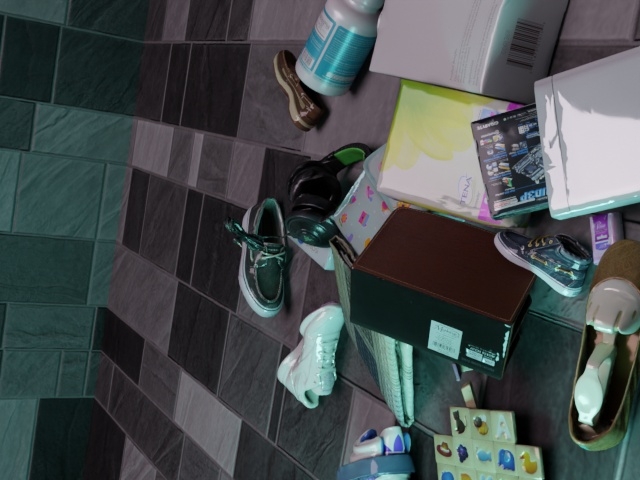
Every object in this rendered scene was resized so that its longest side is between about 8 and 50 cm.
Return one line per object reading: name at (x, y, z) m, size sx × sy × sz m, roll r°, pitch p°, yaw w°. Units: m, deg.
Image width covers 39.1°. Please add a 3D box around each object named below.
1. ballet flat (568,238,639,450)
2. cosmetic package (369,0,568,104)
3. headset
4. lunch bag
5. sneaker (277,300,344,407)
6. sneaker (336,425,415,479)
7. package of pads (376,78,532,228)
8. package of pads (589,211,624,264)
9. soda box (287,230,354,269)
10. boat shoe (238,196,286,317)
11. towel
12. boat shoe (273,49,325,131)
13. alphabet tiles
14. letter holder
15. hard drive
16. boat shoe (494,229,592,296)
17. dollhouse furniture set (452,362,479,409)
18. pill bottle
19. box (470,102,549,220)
ballet flat at (0.446, 0.169, 1.403) m, size 0.116 × 0.124 × 0.342 m, roll 17°, pitch 100°, yaw 33°
cosmetic package at (0.272, -0.400, 1.759) m, size 0.385 × 0.156 × 0.217 m, roll 33°, pitch 113°, yaw 57°
headset at (-0.035, -0.094, 2.107) m, size 0.394 × 0.185 × 0.243 m, roll -36°, pitch 32°, yaw 26°
lunch bag at (0.172, -0.069, 1.868) m, size 0.262 × 0.160 × 0.223 m, roll -58°, pitch 42°, yaw 27°
sneaker at (0.007, 0.274, 2.157) m, size 0.152 × 0.114 × 0.305 m, roll 51°, pitch 133°, yaw 32°
sneaker at (0.151, 0.505, 1.834) m, size 0.323 × 0.130 × 0.236 m, roll -167°, pitch 80°, yaw -65°
package of pads at (0.265, -0.155, 1.667) m, size 0.296 × 0.101 × 0.229 m, roll 19°, pitch 100°, yaw 27°
package of pads at (0.473, -0.003, 1.484) m, size 0.050 × 0.032 × 0.083 m, roll -16°, pitch 72°, yaw 53°
soda box at (0.000, 0.000, 2.213) m, size 0.216 × 0.074 × 0.069 m, roll 39°, pitch 119°, yaw 54°
boat shoe at (-0.150, 0.036, 2.406) m, size 0.119 × 0.121 × 0.335 m, roll -47°, pitch 46°, yaw 51°
towel at (0.115, 0.186, 1.900) m, size 0.312 × 0.056 × 0.324 m, roll -121°, pitch 14°, yaw -45°
boat shoe at (-0.045, -0.407, 2.349) m, size 0.095 × 0.095 × 0.257 m, roll -39°, pitch 59°, yaw 32°
alphabet tiles at (0.312, 0.481, 1.658) m, size 0.285 × 0.011 × 0.342 m, roll -12°, pitch 82°, yaw 58°
letter holder at (0.235, 0.084, 1.659) m, size 0.302 × 0.214 × 0.152 m, roll 20°, pitch 137°, yaw 20°
hard drive at (0.501, -0.181, 1.353) m, size 0.353 × 0.047 × 0.233 m, roll -14°, pitch 73°, yaw 38°
boat shoe at (0.387, 0.013, 1.559) m, size 0.183 × 0.065 × 0.083 m, roll 37°, pitch 132°, yaw 32°
dollhouse furniture set at (0.312, 0.267, 1.730) m, size 0.081 × 0.091 × 0.114 m, roll -16°, pitch 95°, yaw 15°
pill bottle at (0.055, -0.482, 2.130) m, size 0.264 × 0.146 × 0.146 m, roll -58°, pitch 40°, yaw 35°
box at (0.378, -0.144, 1.519) m, size 0.220 × 0.051 × 0.175 m, roll -15°, pitch 80°, yaw 23°
